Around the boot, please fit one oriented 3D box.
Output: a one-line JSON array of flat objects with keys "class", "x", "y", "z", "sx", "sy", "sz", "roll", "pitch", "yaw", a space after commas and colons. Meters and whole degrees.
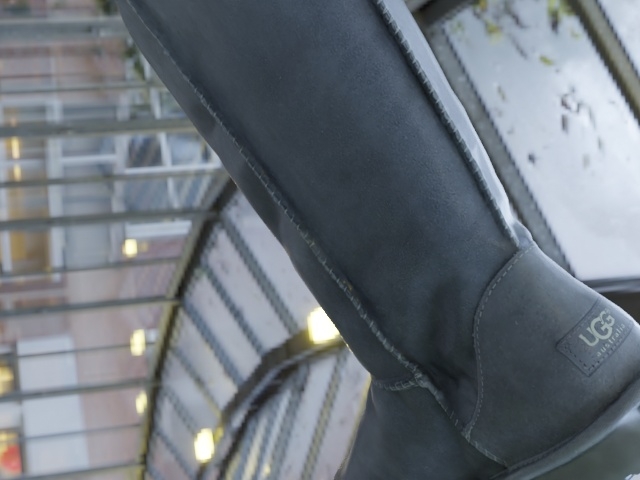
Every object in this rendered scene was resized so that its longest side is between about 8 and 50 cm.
[{"class": "boot", "x": 0.001, "y": -0.001, "z": 0.394, "sx": 0.208, "sy": 0.076, "sz": 0.189, "roll": 47, "pitch": -42, "yaw": 0}]
